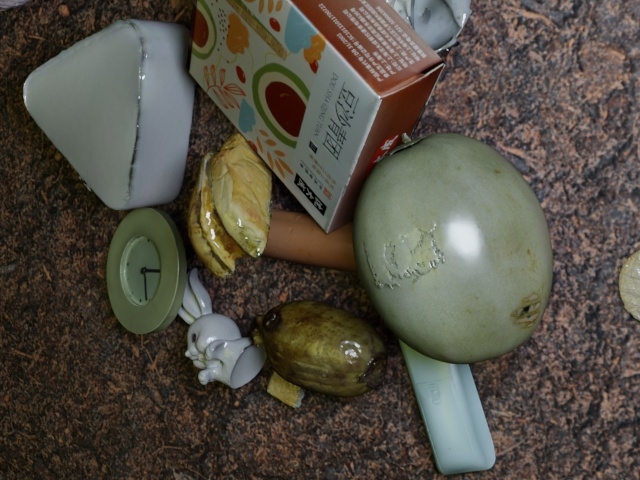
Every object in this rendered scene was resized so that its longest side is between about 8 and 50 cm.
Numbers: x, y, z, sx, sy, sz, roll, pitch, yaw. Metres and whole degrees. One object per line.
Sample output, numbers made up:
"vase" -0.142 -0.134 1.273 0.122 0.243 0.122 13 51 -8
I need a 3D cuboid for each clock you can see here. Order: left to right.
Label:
"clock" -0.321 0.056 1.722 0.235 0.029 0.235 -3 86 45

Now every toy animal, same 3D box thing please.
"toy animal" -0.208 0.159 1.644 0.221 0.131 0.103 38 143 24

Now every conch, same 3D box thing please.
"conch" 0.110 -0.389 1.341 0.149 0.183 0.275 -3 80 60

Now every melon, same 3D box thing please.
"melon" 0.177 0.006 1.287 0.268 0.268 0.330 -16 92 33

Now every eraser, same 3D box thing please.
"eraser" -0.342 -0.255 1.651 0.331 0.150 0.331 7 103 34

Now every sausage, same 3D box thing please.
"sausage" -0.001 0.001 1.509 0.289 0.086 0.086 8 102 30

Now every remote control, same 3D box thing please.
"remote control" 0.183 0.219 1.446 0.103 0.051 0.293 -18 87 34

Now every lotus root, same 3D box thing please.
"lotus root" -0.011 0.172 1.518 0.260 0.128 0.145 15 117 32

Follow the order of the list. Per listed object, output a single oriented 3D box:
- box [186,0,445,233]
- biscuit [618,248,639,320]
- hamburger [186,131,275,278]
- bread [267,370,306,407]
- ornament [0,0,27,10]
"box" -0.032 -0.258 1.372 0.385 0.122 0.344 50 153 17
"biscuit" 0.462 0.063 1.263 0.120 0.015 0.120 6 101 32
"hamburger" -0.151 -0.066 1.495 0.124 0.131 0.262 -32 38 32
"bread" -0.053 0.239 1.610 0.070 0.035 0.083 21 102 28
"ornament" -0.603 -0.548 1.718 0.259 0.225 0.259 -20 59 37
